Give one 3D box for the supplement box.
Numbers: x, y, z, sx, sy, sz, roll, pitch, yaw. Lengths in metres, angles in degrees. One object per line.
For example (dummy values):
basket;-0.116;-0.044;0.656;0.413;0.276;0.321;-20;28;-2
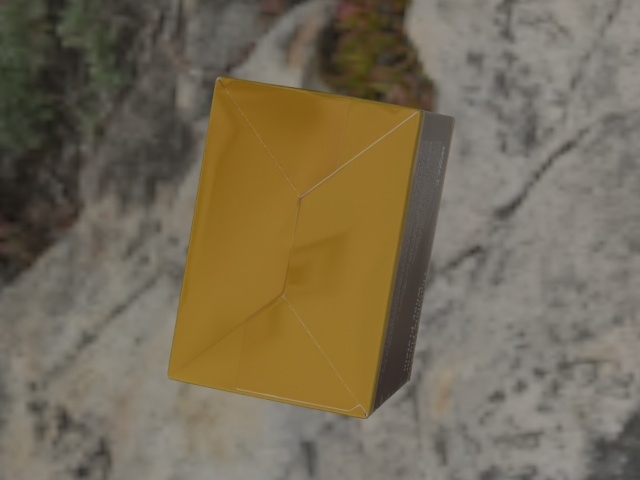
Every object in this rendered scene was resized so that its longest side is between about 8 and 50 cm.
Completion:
supplement box;0.000;0.000;1.229;0.129;0.194;0.191;10;95;10
